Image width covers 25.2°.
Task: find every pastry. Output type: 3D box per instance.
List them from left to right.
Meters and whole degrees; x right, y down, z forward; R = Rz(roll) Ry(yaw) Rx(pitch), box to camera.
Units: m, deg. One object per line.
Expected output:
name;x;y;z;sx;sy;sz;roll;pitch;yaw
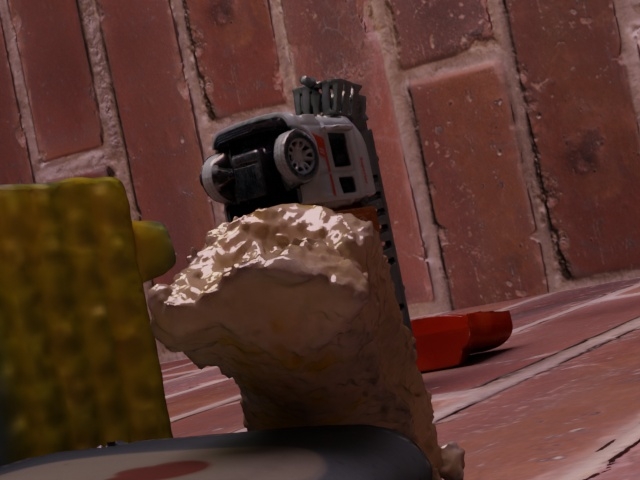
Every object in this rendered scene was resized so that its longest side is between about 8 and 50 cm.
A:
pastry;-0.007;0.064;0.761;0.121;0.089;0.258;-14;-37;9

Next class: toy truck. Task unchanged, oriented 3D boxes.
toy truck;0.000;0.000;1.474;0.133;0.338;0.184;-13;-2;44

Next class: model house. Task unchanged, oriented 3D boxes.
model house;-0.226;0.087;0.882;0.303;0.237;0.215;-11;-2;-19

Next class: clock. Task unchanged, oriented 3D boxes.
clock;0.154;0.117;1.689;0.113;0.061;0.155;-12;-5;26

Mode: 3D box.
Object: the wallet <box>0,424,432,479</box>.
wallet;-0.123;0.143;0.596;0.252;0.083;0.360;-7;0;24
